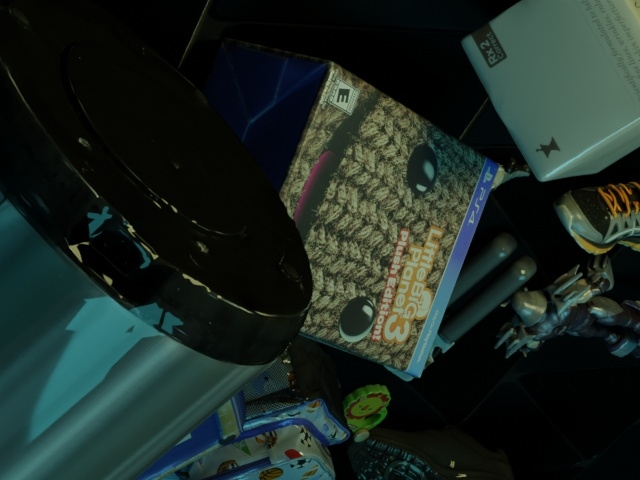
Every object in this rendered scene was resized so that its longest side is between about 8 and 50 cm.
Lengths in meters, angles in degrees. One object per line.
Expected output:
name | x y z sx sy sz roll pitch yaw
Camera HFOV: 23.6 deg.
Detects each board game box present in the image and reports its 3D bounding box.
board game box | 0.004 -0.024 1.450 0.141 0.232 0.291 18 176 40

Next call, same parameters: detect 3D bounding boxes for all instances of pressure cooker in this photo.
pressure cooker | -0.267 0.048 1.176 0.420 0.370 0.375 -41 121 16

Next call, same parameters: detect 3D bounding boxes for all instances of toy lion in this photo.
toy lion | 0.061 0.237 2.145 0.096 0.034 0.100 -37 146 17

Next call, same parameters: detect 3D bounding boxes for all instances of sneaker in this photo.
sneaker | 0.355 -0.037 1.799 0.215 0.084 0.083 -1 145 -44
sneaker | 0.165 0.330 2.278 0.286 0.130 0.109 24 126 -19

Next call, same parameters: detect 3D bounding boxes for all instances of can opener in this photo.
can opener | 0.165 0.083 1.921 0.093 0.074 0.280 -37 174 -48

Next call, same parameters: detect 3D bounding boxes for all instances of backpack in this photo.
backpack | -0.108 0.222 1.871 0.263 0.213 0.276 -10 154 8

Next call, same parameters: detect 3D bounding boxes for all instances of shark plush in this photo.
shark plush | 0.159 -0.073 1.690 0.161 0.073 0.067 -26 176 -28

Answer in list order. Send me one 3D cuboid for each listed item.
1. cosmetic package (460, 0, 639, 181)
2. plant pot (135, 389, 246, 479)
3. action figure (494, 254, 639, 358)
cosmetic package | 0.252 -0.158 1.413 0.151 0.151 0.183 -33 171 24
plant pot | -0.207 0.125 1.544 0.236 0.212 0.236 -27 156 -11
action figure | 0.340 0.096 1.998 0.285 0.099 0.185 14 145 -37
